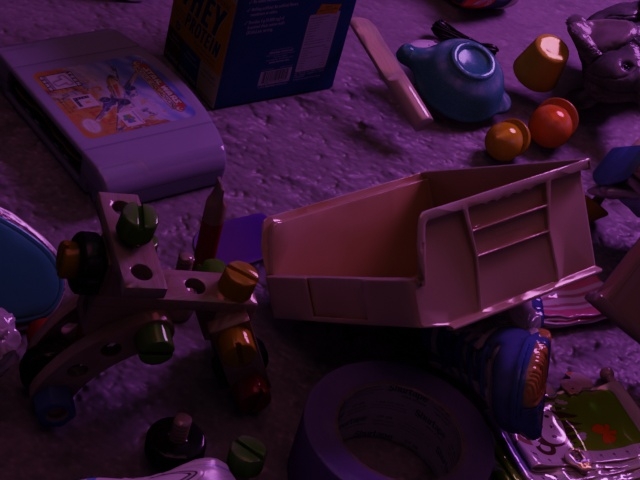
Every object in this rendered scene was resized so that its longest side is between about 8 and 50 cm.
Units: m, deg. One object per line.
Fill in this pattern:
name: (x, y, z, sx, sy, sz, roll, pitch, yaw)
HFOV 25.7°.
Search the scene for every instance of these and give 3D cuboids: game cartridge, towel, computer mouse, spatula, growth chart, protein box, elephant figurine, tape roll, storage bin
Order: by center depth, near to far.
tape roll: (0.067, 0.210, 1.354, 0.188, 0.080, 0.189, 10, 39, -9)
growth chart: (0.258, 0.206, 1.478, 0.237, 0.021, 0.172, -10, 44, -31)
storage bin: (0.111, 0.005, 1.480, 0.260, 0.123, 0.262, -17, 10, -36)
spatula: (0.000, 0.000, 1.628, 0.296, 0.030, 0.084, -1, 39, -21)
towel: (0.262, 0.030, 1.690, 0.144, 0.029, 0.197, -6, 43, -27)
game cartridge: (-0.253, -0.159, 1.716, 0.198, 0.062, 0.297, -20, 51, -32)
protein box: (-0.075, -0.305, 1.838, 0.199, 0.201, 0.136, -15, 47, -34)
elephant figurine: (0.415, -0.250, 1.985, 0.169, 0.186, 0.239, 56, 44, -5)
computer mouse: (0.166, -0.268, 2.012, 0.106, 0.042, 0.193, 36, 42, 21)

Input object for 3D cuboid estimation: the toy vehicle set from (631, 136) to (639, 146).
toy vehicle set: (0.548, -0.068, 1.911, 0.266, 0.035, 0.166, 32, 40, 18)

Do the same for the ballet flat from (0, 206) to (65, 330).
ballet flat: (-0.444, 0.006, 1.360, 0.400, 0.139, 0.139, 11, 34, -38)

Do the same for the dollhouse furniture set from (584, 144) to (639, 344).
dollhouse furniture set: (0.433, 0.050, 1.684, 0.286, 0.198, 0.303, 38, 0, -6)

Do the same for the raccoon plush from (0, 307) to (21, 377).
raccoon plush: (-0.483, 0.037, 1.152, 0.446, 0.299, 0.216, -26, 51, -32)

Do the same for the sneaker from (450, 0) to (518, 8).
sneaker: (0.161, -0.480, 2.200, 0.148, 0.131, 0.350, -20, 51, -43)

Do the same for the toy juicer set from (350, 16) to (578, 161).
toy juicer set: (0.198, -0.191, 1.910, 0.328, 0.089, 0.209, 2, 58, -20)

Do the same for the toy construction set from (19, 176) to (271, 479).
toy construction set: (-0.142, 0.036, 1.362, 0.257, 0.237, 0.309, 15, 37, -2)

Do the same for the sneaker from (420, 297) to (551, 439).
sneaker: (0.166, 0.124, 1.445, 0.130, 0.112, 0.296, 8, 10, 3)

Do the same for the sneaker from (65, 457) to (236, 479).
sneaker: (-0.174, 0.250, 1.215, 0.237, 0.085, 0.086, -10, 52, -26)
